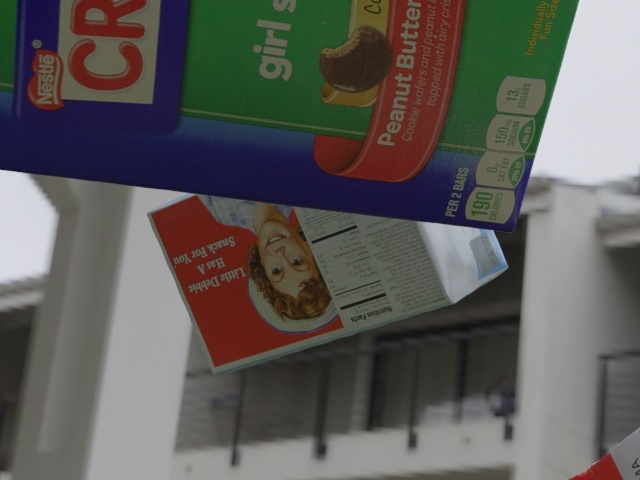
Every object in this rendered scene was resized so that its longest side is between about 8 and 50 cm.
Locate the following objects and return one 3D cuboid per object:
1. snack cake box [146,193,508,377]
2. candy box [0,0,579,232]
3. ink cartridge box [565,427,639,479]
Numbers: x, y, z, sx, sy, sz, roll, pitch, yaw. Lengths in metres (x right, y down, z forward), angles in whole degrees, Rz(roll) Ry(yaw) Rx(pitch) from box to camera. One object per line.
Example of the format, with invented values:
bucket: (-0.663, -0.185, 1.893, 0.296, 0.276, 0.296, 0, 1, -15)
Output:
snack cake box: (0.000, 0.000, 1.396, 0.264, 0.152, 0.089, -19, 6, 41)
candy box: (-0.029, -0.162, 0.891, 0.317, 0.122, 0.268, 7, -64, -11)
ink cartridge box: (0.222, 0.182, 1.011, 0.224, 0.181, 0.056, -22, -32, -2)
